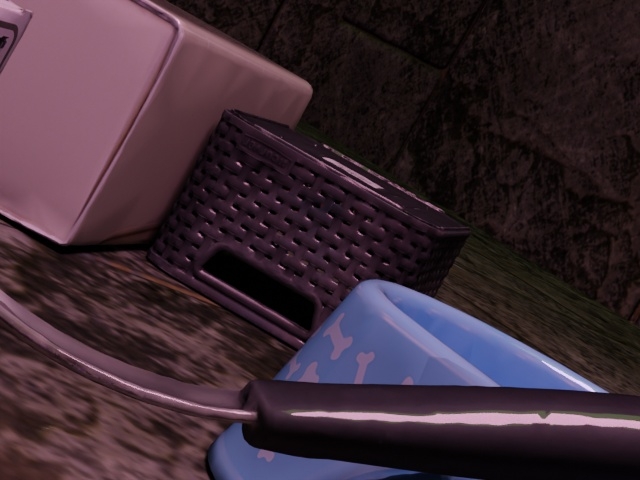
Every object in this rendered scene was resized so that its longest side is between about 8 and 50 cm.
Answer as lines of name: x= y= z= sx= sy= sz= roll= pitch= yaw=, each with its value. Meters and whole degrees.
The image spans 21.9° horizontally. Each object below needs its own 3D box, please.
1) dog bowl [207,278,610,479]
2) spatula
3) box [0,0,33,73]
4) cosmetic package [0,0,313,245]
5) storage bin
dog bowl: x=0.087 y=0.098 z=0.455 sx=0.166 sy=0.074 sz=0.297 roll=25 pitch=7 yaw=-35
spatula: x=-0.036 y=0.024 z=0.355 sx=0.296 sy=0.030 sz=0.084 roll=13 pitch=9 yaw=-13
box: x=-0.257 y=-0.123 z=0.539 sx=0.290 sy=0.087 sz=0.169 roll=34 pitch=8 yaw=10
cosmetic package: x=-0.119 y=-0.081 z=0.844 sx=0.160 sy=0.113 sz=0.309 roll=30 pitch=6 yaw=10
storage bin: x=0.000 y=0.000 z=0.855 sx=0.122 sy=0.084 sz=0.180 roll=30 pitch=5 yaw=9
